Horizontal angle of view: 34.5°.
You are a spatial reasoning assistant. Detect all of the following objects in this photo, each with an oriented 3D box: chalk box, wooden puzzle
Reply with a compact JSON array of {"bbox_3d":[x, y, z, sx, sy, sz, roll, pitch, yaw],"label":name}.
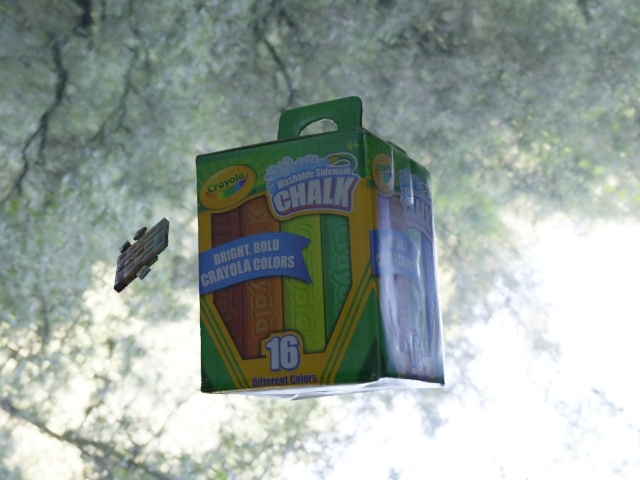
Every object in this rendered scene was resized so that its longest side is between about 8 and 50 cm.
[{"bbox_3d":[0.000,0.000,0.982,0.179,0.180,0.288,20,63,-63],"label":"chalk box"},{"bbox_3d":[-0.129,0.010,0.747,0.049,0.006,0.083,-39,-155,13],"label":"wooden puzzle"}]
